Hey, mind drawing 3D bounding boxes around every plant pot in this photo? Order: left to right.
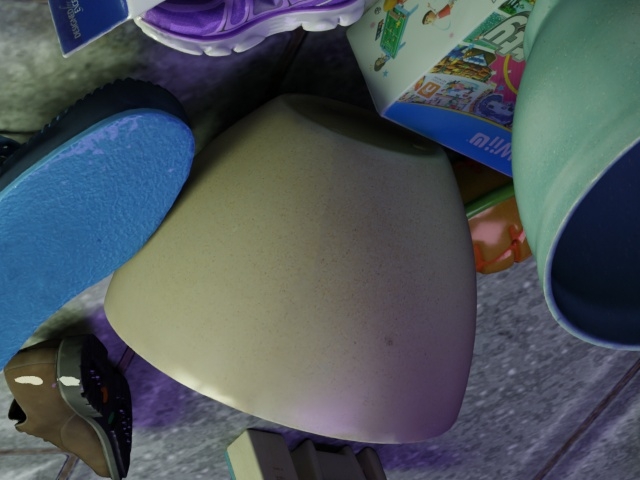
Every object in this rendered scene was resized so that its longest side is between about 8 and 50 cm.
[{"bbox_3d":[0.000,0.000,1.227,0.284,0.284,0.191,7,109,-34],"label":"plant pot"},{"bbox_3d":[0.250,-0.092,1.091,0.293,0.196,0.293,-14,144,-10],"label":"plant pot"}]

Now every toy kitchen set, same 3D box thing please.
[{"bbox_3d":[-0.031,0.303,1.709,0.207,0.122,0.166,15,132,-40],"label":"toy kitchen set"}]

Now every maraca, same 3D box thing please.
[{"bbox_3d":[0.156,-0.030,1.383,0.186,0.099,0.127,-21,171,-36],"label":"maraca"}]

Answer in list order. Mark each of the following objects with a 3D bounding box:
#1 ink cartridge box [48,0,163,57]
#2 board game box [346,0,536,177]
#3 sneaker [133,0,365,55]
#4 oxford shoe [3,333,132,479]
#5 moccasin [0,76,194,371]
[{"bbox_3d":[-0.037,-0.251,0.922,0.333,0.165,0.065,-30,144,10],"label":"ink cartridge box"},{"bbox_3d":[0.205,-0.183,1.200,0.224,0.097,0.303,20,129,-42],"label":"board game box"},{"bbox_3d":[-0.049,-0.177,1.122,0.170,0.068,0.071,-17,131,-21],"label":"sneaker"},{"bbox_3d":[-0.223,0.149,1.458,0.096,0.083,0.227,-5,145,9],"label":"oxford shoe"},{"bbox_3d":[-0.231,-0.012,1.194,0.342,0.117,0.138,-40,134,23],"label":"moccasin"}]
